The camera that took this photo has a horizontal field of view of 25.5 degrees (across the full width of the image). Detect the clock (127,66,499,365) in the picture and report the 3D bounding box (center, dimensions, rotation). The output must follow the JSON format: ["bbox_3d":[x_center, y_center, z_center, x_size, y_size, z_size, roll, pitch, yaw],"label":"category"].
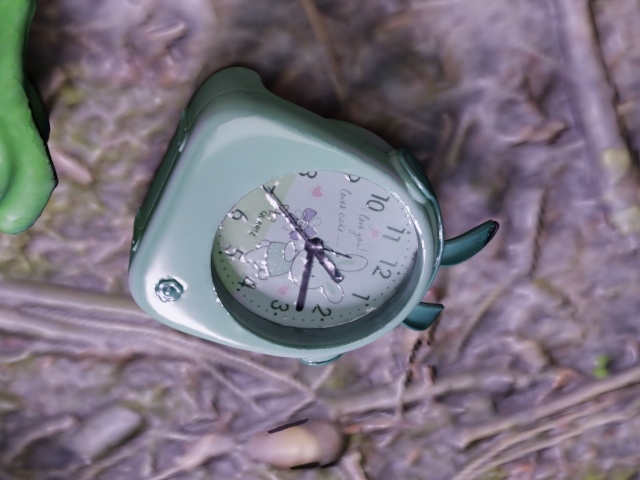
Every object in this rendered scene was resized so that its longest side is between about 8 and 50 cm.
[{"bbox_3d":[0.000,0.000,0.539,0.135,0.041,0.101,21,118,-18],"label":"clock"}]

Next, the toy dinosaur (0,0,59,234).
[{"bbox_3d":[-0.298,0.106,0.561,0.375,0.144,0.499,-3,126,-16],"label":"toy dinosaur"}]
